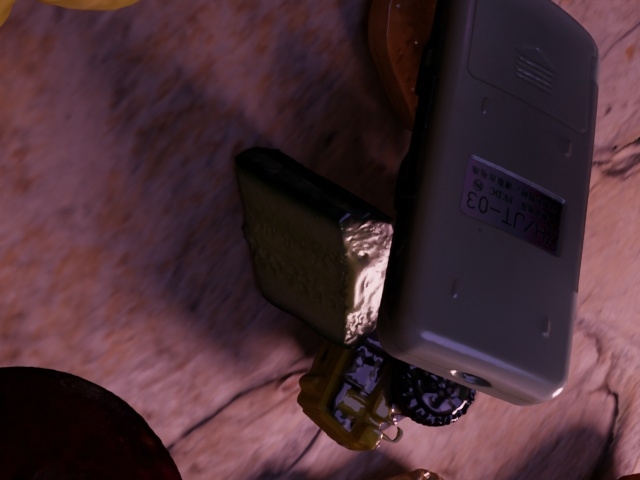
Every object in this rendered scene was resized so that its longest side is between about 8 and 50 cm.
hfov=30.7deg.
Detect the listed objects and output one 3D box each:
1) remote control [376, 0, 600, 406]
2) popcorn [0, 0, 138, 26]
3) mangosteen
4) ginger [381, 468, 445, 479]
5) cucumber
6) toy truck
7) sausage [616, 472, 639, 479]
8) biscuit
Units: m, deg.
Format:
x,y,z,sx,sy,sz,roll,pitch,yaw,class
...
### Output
x,y,z,sx,sy,sz,roll,pitch,yaw,class
0.119,-0.045,0.790,0.140,0.056,0.296,24,62,-25,remote control
-0.140,-0.213,0.458,0.312,0.312,0.312,-17,118,-35,popcorn
-0.184,0.192,0.684,0.235,0.236,0.261,-54,175,-10,mangosteen
0.032,0.262,0.977,0.214,0.059,0.132,-6,104,-40,ginger
0.000,0.000,0.806,0.062,0.115,0.116,-28,132,-29,cucumber
0.088,0.031,0.880,0.111,0.136,0.285,35,77,-12,toy truck
0.303,0.347,1.175,0.268,0.153,0.141,-35,128,-24,sausage
0.095,-0.188,0.858,0.142,0.029,0.220,-10,114,-36,biscuit
